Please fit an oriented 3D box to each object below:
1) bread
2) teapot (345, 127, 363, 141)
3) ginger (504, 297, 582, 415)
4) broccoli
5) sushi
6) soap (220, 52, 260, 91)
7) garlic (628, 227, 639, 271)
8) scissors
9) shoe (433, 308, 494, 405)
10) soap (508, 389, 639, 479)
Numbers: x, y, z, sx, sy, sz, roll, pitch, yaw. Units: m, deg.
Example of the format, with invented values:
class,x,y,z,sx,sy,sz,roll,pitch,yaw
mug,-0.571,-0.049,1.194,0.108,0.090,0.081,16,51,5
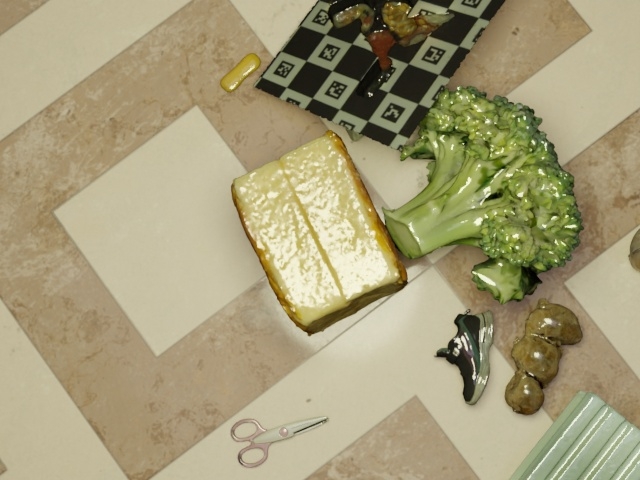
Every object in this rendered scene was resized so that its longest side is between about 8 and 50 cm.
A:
class,x,y,z,sx,sy,sz,roll,pitch,yaw
bread,0.000,0.000,1.426,0.207,0.279,0.279,-25,85,-1
teapot,0.085,-0.223,1.562,0.083,0.057,0.067,-24,55,-6
ginger,0.380,0.206,1.495,0.104,0.080,0.204,29,84,-1
broccoli,0.280,-0.075,1.420,0.338,0.277,0.317,34,73,-5
sushi,0.112,-0.338,1.517,0.343,0.064,0.359,28,77,33
soap,-0.148,-0.311,1.594,0.089,0.012,0.034,-43,85,-3
garlic,0.657,0.010,1.464,0.229,0.178,0.143,22,70,19
scissors,-0.069,0.341,1.523,0.176,0.022,0.085,-18,81,3
shoe,0.249,0.200,1.507,0.099,0.071,0.169,8,81,5
soap,0.434,0.408,1.469,0.160,0.087,0.265,39,86,5
